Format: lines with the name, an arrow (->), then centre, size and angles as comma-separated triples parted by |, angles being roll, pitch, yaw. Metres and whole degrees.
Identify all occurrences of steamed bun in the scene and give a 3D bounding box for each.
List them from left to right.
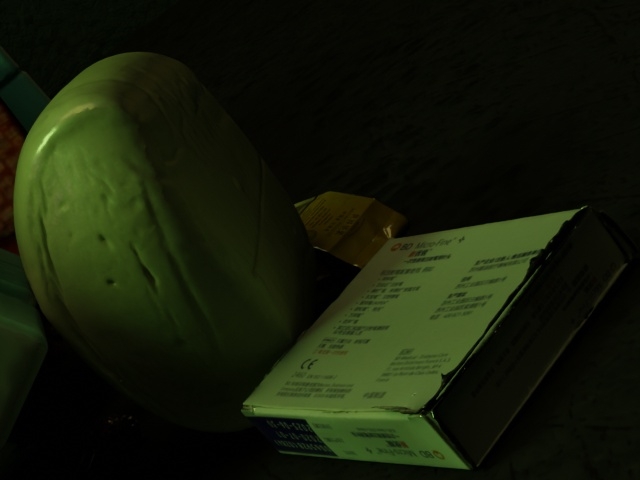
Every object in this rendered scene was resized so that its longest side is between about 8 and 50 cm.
steamed bun -> -0.111, 0.006, 0.933 | 0.155, 0.250, 0.200 | -31, 20, 16

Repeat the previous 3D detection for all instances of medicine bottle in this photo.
medicine bottle -> 0.063, 0.054, 0.810 | 0.171, 0.052, 0.201 | -48, 19, -28

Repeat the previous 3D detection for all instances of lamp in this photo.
lamp -> -0.175, 0.166, 1.033 | 0.063, 0.031, 0.083 | -16, 31, 53

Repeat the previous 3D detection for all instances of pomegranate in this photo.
pomegranate -> -0.262, 0.114, 1.172 | 0.130, 0.130, 0.130 | -34, 18, 13

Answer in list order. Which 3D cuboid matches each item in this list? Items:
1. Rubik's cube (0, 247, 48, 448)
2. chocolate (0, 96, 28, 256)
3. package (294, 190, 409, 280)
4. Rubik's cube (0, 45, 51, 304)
Rubik's cube -> -0.392, 0.117, 0.923 | 0.318, 0.322, 0.316 | -66, 17, 2
chocolate -> -0.356, -0.034, 1.168 | 0.235, 0.237, 0.108 | -37, 0, -15
package -> 0.000, 0.000, 1.071 | 0.131, 0.047, 0.071 | -17, 24, 53
Rubik's cube -> -0.379, -0.017, 1.375 | 0.292, 0.290, 0.291 | -42, 6, -16
